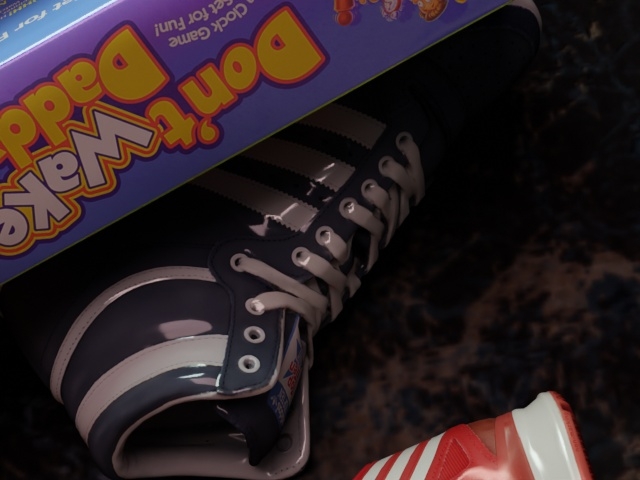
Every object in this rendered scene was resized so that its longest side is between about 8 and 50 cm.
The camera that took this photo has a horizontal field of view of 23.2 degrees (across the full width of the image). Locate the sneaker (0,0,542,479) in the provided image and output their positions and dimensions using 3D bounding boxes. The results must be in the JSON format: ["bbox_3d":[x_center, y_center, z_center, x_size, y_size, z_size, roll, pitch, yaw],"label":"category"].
[{"bbox_3d":[0.000,0.000,0.686,0.282,0.099,0.153,-29,56,-4],"label":"sneaker"}]

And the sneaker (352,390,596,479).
[{"bbox_3d":[0.063,0.170,0.589,0.128,0.087,0.221,-18,44,9],"label":"sneaker"}]

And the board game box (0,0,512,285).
[{"bbox_3d":[-0.095,-0.094,0.685,0.347,0.078,0.233,-29,26,2],"label":"board game box"}]
